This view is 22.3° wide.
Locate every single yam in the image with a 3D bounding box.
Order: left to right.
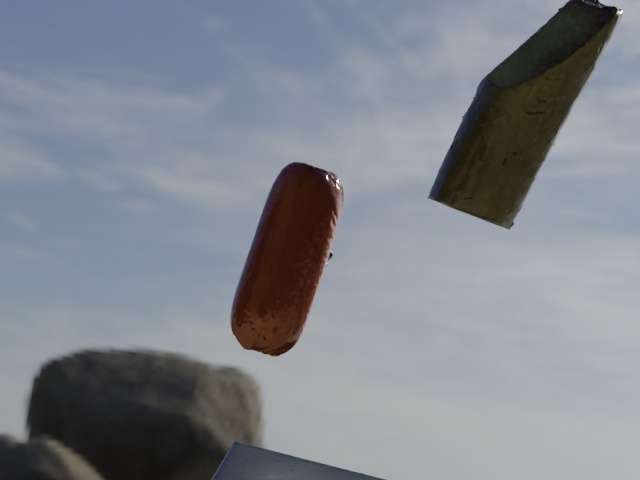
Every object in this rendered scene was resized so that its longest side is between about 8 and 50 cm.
[{"bbox_3d":[0.205,-0.135,1.641,0.106,0.259,0.106,25,11,-5],"label":"yam"}]

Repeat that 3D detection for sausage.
[{"bbox_3d":[-0.026,0.016,1.270,0.062,0.154,0.062,17,-10,3],"label":"sausage"}]

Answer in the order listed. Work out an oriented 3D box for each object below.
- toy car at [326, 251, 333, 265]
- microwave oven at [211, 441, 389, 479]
[{"bbox_3d":[0.000,0.000,1.899,0.025,0.093,0.041,15,30,13],"label":"toy car"},{"bbox_3d":[0.070,0.397,1.590,0.432,0.236,0.374,14,14,6],"label":"microwave oven"}]
